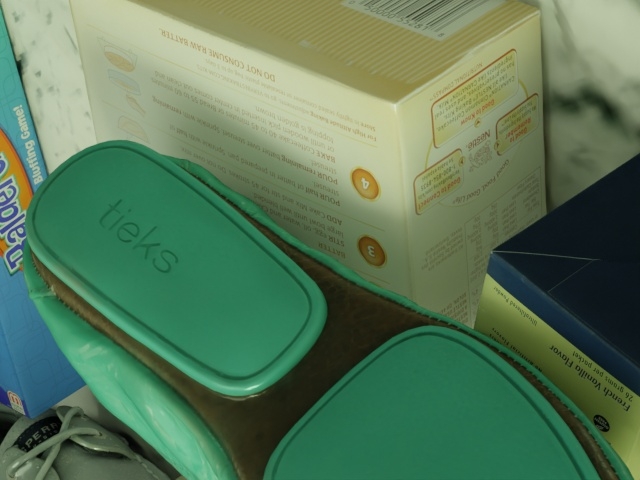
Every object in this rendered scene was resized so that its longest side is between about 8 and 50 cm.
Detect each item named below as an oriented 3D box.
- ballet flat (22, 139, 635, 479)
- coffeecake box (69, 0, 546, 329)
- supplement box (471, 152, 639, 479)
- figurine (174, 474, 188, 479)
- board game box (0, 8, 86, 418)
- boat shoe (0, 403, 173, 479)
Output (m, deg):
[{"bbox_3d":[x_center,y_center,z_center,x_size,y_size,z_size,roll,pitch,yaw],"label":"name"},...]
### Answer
[{"bbox_3d":[0.009,0.055,0.489,0.247,0.083,0.087,38,167,41],"label":"ballet flat"},{"bbox_3d":[0.000,0.000,0.595,0.142,0.068,0.185,25,136,37],"label":"coffeecake box"},{"bbox_3d":[0.086,0.029,0.495,0.056,0.083,0.083,40,144,28],"label":"supplement box"},{"bbox_3d":[-0.062,0.215,0.735,0.092,0.215,0.209,43,154,53],"label":"figurine"},{"bbox_3d":[-0.185,-0.038,0.818,0.160,0.047,0.210,19,131,43],"label":"board game box"},{"bbox_3d":[-0.123,0.118,0.843,0.227,0.079,0.081,4,125,54],"label":"boat shoe"}]
